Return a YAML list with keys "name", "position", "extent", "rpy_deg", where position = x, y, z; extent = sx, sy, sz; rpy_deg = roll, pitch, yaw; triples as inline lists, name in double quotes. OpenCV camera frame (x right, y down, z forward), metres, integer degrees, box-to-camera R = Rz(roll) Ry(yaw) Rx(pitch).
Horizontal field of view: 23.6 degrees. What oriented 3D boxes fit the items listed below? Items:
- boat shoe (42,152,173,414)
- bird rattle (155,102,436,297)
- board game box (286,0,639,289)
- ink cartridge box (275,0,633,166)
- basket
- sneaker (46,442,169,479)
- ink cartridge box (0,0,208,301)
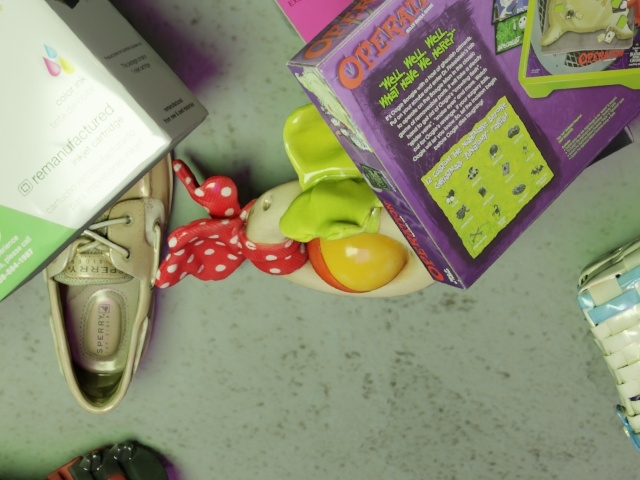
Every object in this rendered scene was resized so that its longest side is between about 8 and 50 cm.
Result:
- name: "boat shoe"
  position: [-0.177, 0.001, 1.245]
  extent: [0.109, 0.098, 0.302]
  rpy_deg: [3, 120, -4]
- name: "bird rattle"
  position: [0.000, 0.000, 1.206]
  extent: [0.207, 0.143, 0.253]
  rpy_deg: [27, 140, -29]
- name: "board game box"
  position: [0.156, -0.156, 1.100]
  extent: [0.347, 0.056, 0.208]
  rpy_deg: [-44, 122, -17]
- name: "ink cartridge box"
  position: [0.078, -0.181, 1.178]
  extent: [0.176, 0.069, 0.371]
  rpy_deg: [-30, 115, 14]
- name: "basket"
  position: [0.363, 0.105, 1.256]
  extent: [0.255, 0.201, 0.289]
  rpy_deg: [-30, 86, 14]
- name: "sneaker"
  position: [-0.269, 0.270, 1.357]
  extent: [0.276, 0.097, 0.135]
  rpy_deg: [-12, 144, -29]
- name: "ink cartridge box"
  position: [-0.254, -0.121, 1.113]
  extent: [0.201, 0.117, 0.278]
  rpy_deg: [-41, 94, 18]
